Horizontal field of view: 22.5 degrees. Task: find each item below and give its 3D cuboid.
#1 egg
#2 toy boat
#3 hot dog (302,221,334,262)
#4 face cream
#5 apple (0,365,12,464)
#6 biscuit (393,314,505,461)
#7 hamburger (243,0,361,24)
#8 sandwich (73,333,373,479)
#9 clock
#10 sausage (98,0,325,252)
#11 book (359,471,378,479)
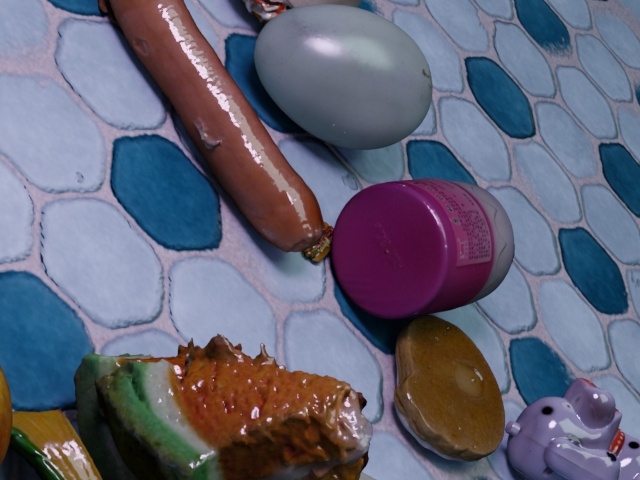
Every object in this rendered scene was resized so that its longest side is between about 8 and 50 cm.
[{"bbox_3d":[0.031,-0.221,2.147,0.264,0.183,0.183,22,44,-30],"label":"egg"},{"bbox_3d":[-0.249,0.229,1.481,0.088,0.089,0.229,-29,82,-18],"label":"toy boat"},{"bbox_3d":[0.000,0.000,2.052,0.037,0.021,0.083,47,32,-9],"label":"hot dog"},{"bbox_3d":[0.135,0.007,2.073,0.195,0.175,0.175,-8,67,-55],"label":"face cream"},{"bbox_3d":[-0.370,0.130,1.324,0.210,0.173,0.235,5,47,-45],"label":"apple"},{"bbox_3d":[0.158,0.192,2.048,0.181,0.049,0.208,33,36,-29],"label":"biscuit"},{"bbox_3d":[-0.046,-0.414,2.268,0.227,0.151,0.295,27,33,-44],"label":"hamburger"},{"bbox_3d":[-0.092,0.200,1.490,0.162,0.301,0.250,7,69,-67],"label":"sandwich"},{"bbox_3d":[0.355,0.290,2.122,0.254,0.189,0.189,35,36,-15],"label":"clock"},{"bbox_3d":[-0.131,-0.161,1.972,0.094,0.094,0.419,-32,86,-28],"label":"sausage"},{"bbox_3d":[0.025,0.360,1.743,0.201,0.026,0.289,31,38,-32],"label":"book"}]
